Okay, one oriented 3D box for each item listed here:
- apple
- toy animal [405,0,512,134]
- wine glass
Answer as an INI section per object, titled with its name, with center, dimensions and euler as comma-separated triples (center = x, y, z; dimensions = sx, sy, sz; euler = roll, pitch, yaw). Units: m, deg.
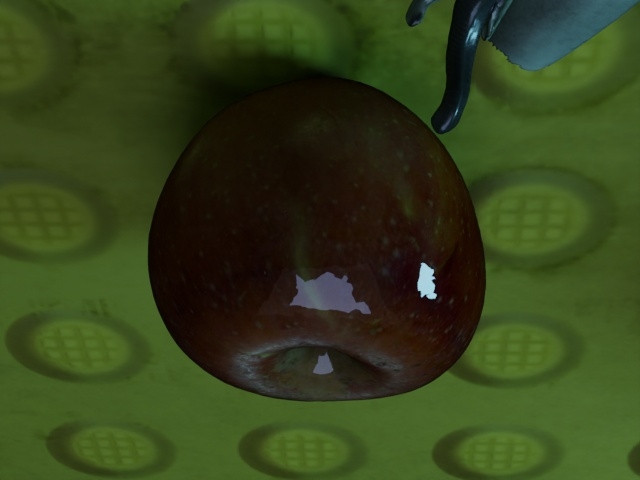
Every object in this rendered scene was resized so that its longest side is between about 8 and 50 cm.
[apple]
center = 0.000, 0.000, 0.833
dimensions = 0.201, 0.162, 0.201
euler = 2, 156, 1
[toy animal]
center = 0.104, -0.180, 0.594
dimensions = 0.082, 0.137, 0.269
euler = 15, 134, -21
[wine glass]
center = 0.163, -0.166, 0.669
dimensions = 0.074, 0.074, 0.262
euler = 21, 141, -23
